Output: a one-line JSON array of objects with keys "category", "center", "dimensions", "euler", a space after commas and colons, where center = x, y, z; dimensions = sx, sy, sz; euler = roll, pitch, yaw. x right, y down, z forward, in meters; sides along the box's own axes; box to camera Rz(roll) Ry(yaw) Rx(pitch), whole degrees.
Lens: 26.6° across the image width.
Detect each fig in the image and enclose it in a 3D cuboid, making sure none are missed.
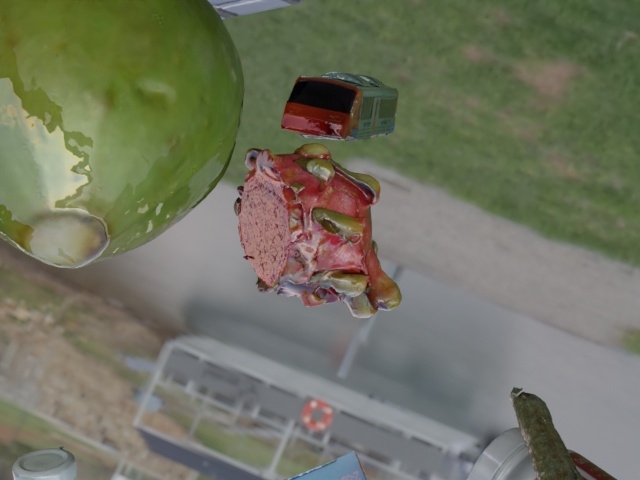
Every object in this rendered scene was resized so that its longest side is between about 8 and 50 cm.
[{"category": "fig", "center": [-0.157, -0.091, 0.882], "dimensions": [0.207, 0.207, 0.230], "euler": [23, -160, 3]}]

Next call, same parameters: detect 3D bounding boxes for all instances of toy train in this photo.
[{"category": "toy train", "center": [0.031, -0.176, 1.771], "dimensions": [0.086, 0.089, 0.409], "euler": [11, -173, 10]}]

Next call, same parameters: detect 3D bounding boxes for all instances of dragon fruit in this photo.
[{"category": "dragon fruit", "center": [0.000, 0.000, 1.274], "dimensions": [0.208, 0.150, 0.133], "euler": [44, 173, -22]}]

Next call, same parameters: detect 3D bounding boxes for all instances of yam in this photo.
[{"category": "yam", "center": [0.149, 0.141, 0.864], "dimensions": [0.027, 0.129, 0.033], "euler": [4, 130, -16]}]

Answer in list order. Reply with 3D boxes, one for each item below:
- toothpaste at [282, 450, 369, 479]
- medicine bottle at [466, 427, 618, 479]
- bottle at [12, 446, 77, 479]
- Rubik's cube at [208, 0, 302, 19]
[{"category": "toothpaste", "center": [0.033, 0.174, 0.711], "dimensions": [0.193, 0.070, 0.044], "euler": [68, 179, -52]}, {"category": "medicine bottle", "center": [0.275, 0.303, 1.397], "dimensions": [0.250, 0.131, 0.131], "euler": [33, 174, 35]}, {"category": "bottle", "center": [-0.241, 0.299, 1.248], "dimensions": [0.060, 0.217, 0.060], "euler": [-3, -162, 1]}, {"category": "Rubik's cube", "center": [-0.220, -0.432, 1.699], "dimensions": [0.304, 0.305, 0.301], "euler": [-6, 178, 20]}]
